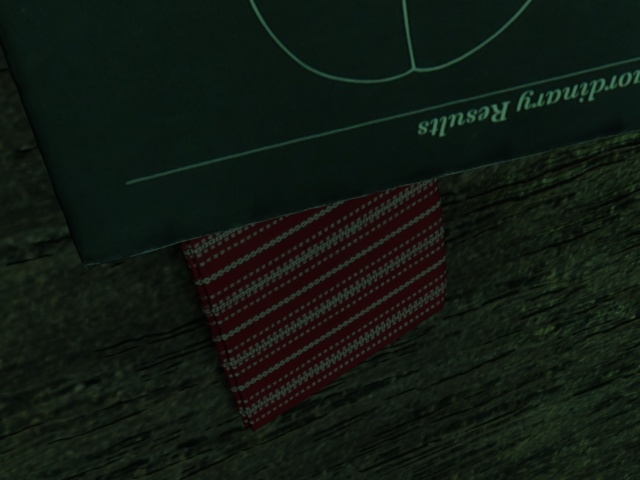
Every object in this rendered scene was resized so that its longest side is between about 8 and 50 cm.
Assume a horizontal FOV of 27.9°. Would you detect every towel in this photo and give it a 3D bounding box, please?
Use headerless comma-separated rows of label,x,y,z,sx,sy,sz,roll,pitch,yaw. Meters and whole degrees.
towel,0.000,0.000,0.894,0.199,0.031,0.275,-31,140,-17

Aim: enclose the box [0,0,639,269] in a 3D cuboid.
box,-0.005,-0.227,0.480,0.293,0.212,0.395,-14,130,-3
